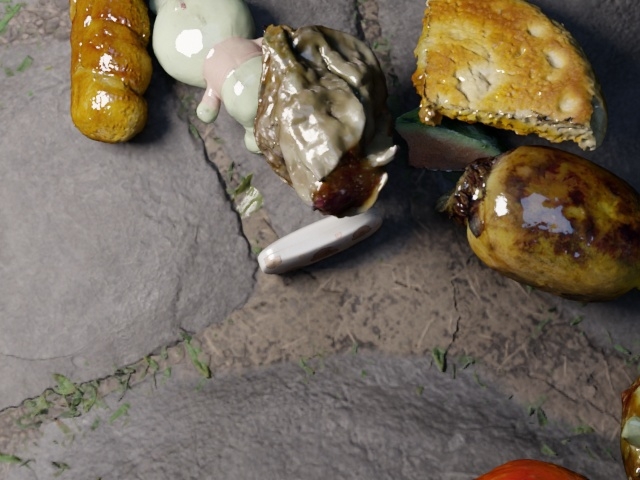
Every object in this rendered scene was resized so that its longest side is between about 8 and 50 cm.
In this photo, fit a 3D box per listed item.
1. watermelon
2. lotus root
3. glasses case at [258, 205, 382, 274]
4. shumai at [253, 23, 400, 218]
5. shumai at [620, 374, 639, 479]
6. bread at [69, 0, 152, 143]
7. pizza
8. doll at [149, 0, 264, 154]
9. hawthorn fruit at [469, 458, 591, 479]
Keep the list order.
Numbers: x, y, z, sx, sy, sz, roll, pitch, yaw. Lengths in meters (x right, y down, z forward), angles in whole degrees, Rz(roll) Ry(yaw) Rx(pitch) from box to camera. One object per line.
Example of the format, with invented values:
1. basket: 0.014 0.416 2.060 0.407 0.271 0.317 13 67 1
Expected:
1. watermelon: 0.177 -0.134 1.313 0.155 0.080 0.101 12 42 8
2. lotus root: 0.294 -0.019 1.227 0.314 0.141 0.169 23 75 6
3. glasses case: 0.000 0.000 1.278 0.164 0.063 0.041 -23 74 -3
4. shumai: 0.029 -0.141 1.213 0.184 0.185 0.218 -7 108 -35
5. shumai: 0.487 0.207 1.095 0.323 0.324 0.398 -12 71 15
6. bread: -0.281 -0.291 1.339 0.124 0.084 0.344 -10 75 25
7. pizza: 0.209 -0.210 1.278 0.226 0.086 0.335 -33 60 -13
8. doll: -0.125 -0.244 1.317 0.155 0.113 0.275 -38 78 0
9. hawthorn fruit: 0.198 0.358 1.050 0.287 0.330 0.287 -5 69 12
